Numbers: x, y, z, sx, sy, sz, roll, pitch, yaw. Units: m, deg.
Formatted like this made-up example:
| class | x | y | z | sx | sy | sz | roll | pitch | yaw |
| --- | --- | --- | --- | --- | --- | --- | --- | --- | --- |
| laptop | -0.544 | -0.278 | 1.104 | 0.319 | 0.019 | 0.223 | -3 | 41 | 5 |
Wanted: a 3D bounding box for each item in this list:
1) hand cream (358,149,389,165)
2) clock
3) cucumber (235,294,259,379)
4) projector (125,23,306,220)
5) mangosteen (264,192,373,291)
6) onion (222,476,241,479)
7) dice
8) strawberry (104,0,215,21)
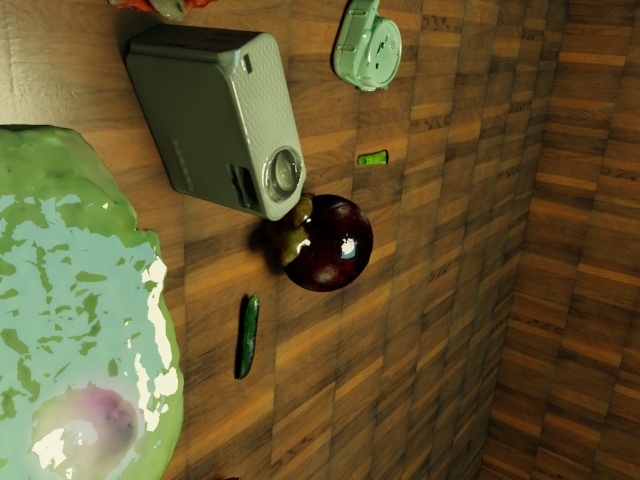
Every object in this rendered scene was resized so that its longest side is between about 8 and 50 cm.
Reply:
| class | x | y | z | sx | sy | sz | roll | pitch | yaw |
| --- | --- | --- | --- | --- | --- | --- | --- | --- | --- |
| hand cream | 0.128 | -0.189 | 1.373 | 0.122 | 0.023 | 0.036 | -19 | 108 | -54 |
| clock | 0.111 | -0.389 | 1.220 | 0.211 | 0.066 | 0.159 | 13 | 94 | -58 |
| cucumber | -0.139 | 0.188 | 1.138 | 0.036 | 0.033 | 0.184 | -38 | 139 | -67 |
| projector | -0.137 | -0.166 | 0.824 | 0.108 | 0.198 | 0.250 | -45 | 138 | -36 |
| mangosteen | 0.000 | 0.000 | 1.125 | 0.210 | 0.210 | 0.209 | -30 | 128 | -47 |
| onion | -0.178 | 0.531 | 1.152 | 0.131 | 0.131 | 0.131 | -30 | 128 | -47 |
| dice | -0.321 | 0.082 | 0.475 | 0.318 | 0.322 | 0.330 | -20 | 105 | -34 |
| strawberry | -0.196 | -0.421 | 0.687 | 0.265 | 0.149 | 0.336 | 50 | 52 | -45 |
